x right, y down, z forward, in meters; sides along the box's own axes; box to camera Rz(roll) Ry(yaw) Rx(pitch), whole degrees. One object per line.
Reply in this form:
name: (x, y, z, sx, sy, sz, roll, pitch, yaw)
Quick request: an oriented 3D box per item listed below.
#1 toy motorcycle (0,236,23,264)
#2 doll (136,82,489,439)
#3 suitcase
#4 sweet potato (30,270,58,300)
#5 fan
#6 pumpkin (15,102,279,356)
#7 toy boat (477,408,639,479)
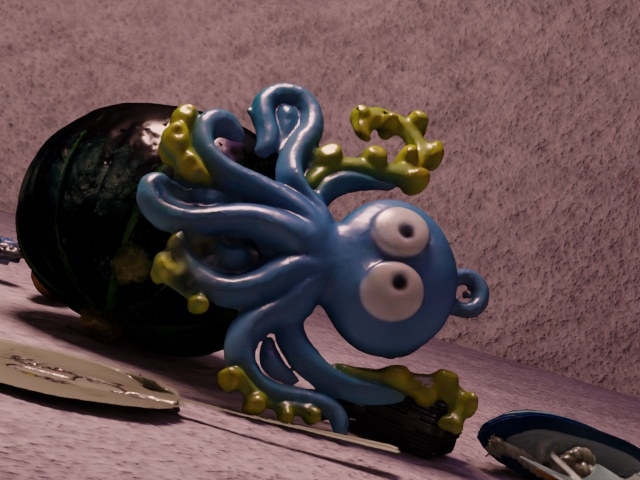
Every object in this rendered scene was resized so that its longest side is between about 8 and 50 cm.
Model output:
toy motorcycle: (-0.448, -0.001, 1.516, 0.114, 0.076, 0.205, 5, -5, 40)
doll: (0.000, 0.000, 1.163, 0.341, 0.346, 0.099, 16, -28, -14)
suitcase: (0.072, 0.163, 1.221, 0.126, 0.059, 0.086, 19, 2, 24)
sweet potato: (-0.310, 0.043, 1.547, 0.060, 0.068, 0.206, 23, -8, -1)
fan: (-0.137, 0.124, 1.011, 0.414, 0.012, 0.233, 14, 2, -3)
pumpkin: (-0.169, 0.001, 1.327, 0.315, 0.239, 0.315, 19, -23, 9)
toy boat: (0.270, 0.223, 1.160, 0.220, 0.067, 0.291, 17, 3, -16)
